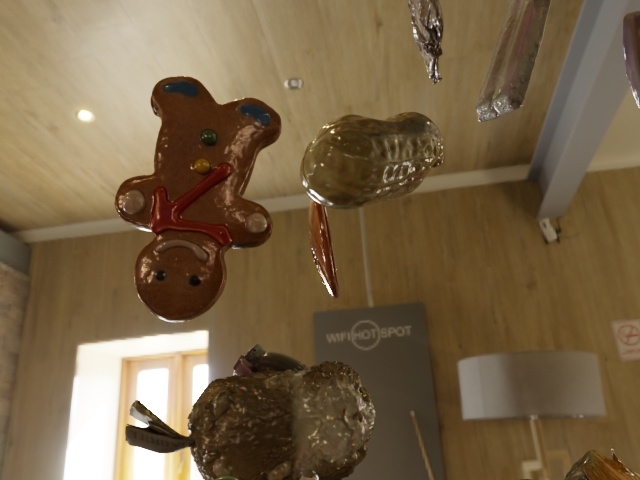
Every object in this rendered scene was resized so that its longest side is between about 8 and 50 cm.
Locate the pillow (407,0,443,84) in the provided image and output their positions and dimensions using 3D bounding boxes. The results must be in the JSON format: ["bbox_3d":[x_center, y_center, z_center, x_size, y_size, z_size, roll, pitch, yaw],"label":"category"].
[{"bbox_3d":[0.200,-0.404,1.101,0.049,0.135,0.248,-16,-15,8],"label":"pillow"}]

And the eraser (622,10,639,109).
[{"bbox_3d":[0.676,-0.327,1.124,0.204,0.243,0.059,-17,15,-24],"label":"eraser"}]

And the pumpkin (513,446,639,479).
[{"bbox_3d":[0.307,0.330,0.623,0.317,0.222,0.139,15,-69,-57],"label":"pumpkin"}]

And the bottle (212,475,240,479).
[{"bbox_3d":[-0.073,0.177,0.387,0.030,0.030,0.083,7,-28,-23],"label":"bottle"}]

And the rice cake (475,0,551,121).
[{"bbox_3d":[0.391,-0.383,1.166,0.050,0.297,0.106,25,-14,-20],"label":"rice cake"}]

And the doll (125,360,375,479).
[{"bbox_3d":[-0.057,0.171,0.518,0.221,0.105,0.115,-8,-6,-14],"label":"doll"}]

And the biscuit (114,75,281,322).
[{"bbox_3d":[-0.158,-0.054,0.756,0.206,0.323,0.049,16,-12,-6],"label":"biscuit"}]

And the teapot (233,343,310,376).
[{"bbox_3d":[-0.099,0.266,1.081,0.146,0.148,0.116,32,-59,11],"label":"teapot"}]

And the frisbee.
[{"bbox_3d":[0.000,0.000,0.937,0.035,0.192,0.192,-9,-23,3],"label":"frisbee"}]

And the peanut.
[{"bbox_3d":[0.053,-0.081,0.565,0.093,0.083,0.194,25,31,32],"label":"peanut"}]
